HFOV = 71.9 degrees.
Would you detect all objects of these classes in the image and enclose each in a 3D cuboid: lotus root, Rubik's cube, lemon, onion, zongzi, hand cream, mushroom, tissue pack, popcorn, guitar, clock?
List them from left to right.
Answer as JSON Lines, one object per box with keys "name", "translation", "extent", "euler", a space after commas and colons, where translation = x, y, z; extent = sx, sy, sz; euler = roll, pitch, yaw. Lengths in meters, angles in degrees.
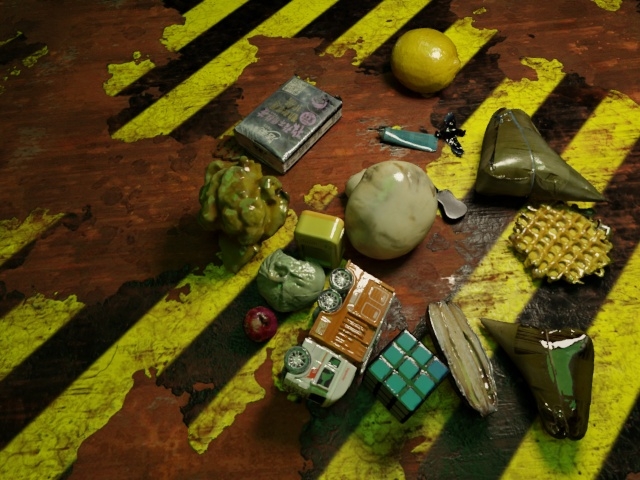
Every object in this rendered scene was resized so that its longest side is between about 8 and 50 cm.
{"name": "popcorn", "translation": [-0.272, -0.099, 1.399], "extent": [0.325, 0.290, 0.321], "euler": [15, 64, 43]}
{"name": "onion", "translation": [-0.177, 0.245, 1.303], "extent": [0.107, 0.097, 0.107], "euler": [9, 60, -16]}
{"name": "tissue pack", "translation": [-0.119, -0.446, 1.665], "extent": [0.259, 0.122, 0.361], "euler": [34, 69, 18]}
{"name": "clock", "translation": [0.000, 0.000, 1.365], "extent": [0.143, 0.202, 0.096], "euler": [16, 65, 12]}
{"name": "mushroom", "translation": [0.196, -0.114, 1.412], "extent": [0.314, 0.315, 0.336], "euler": [-23, 32, -9]}
{"name": "Rubik's cube", "translation": [0.223, 0.362, 1.178], "extent": [0.162, 0.163, 0.160], "euler": [-39, 66, -21]}
{"name": "hand cream", "translation": [0.327, -0.383, 1.654], "extent": [0.224, 0.048, 0.083], "euler": [12, 63, 3]}
{"name": "lemon", "translation": [0.400, -0.693, 1.708], "extent": [0.235, 0.236, 0.263], "euler": [-21, 42, -8]}
{"name": "guitar", "translation": [0.401, -0.175, 1.532], "extent": [0.083, 0.038, 0.271], "euler": [-27, 63, -13]}
{"name": "lotus root", "translation": [0.381, 0.326, 1.220], "extent": [0.167, 0.078, 0.330], "euler": [5, 52, -26]}
{"name": "zongzi", "translation": [0.559, 0.361, 1.191], "extent": [0.299, 0.145, 0.274], "euler": [9, 66, 27]}
{"name": "zongzi", "translation": [0.742, -0.288, 1.492], "extent": [0.392, 0.174, 0.356], "euler": [10, 58, 13]}

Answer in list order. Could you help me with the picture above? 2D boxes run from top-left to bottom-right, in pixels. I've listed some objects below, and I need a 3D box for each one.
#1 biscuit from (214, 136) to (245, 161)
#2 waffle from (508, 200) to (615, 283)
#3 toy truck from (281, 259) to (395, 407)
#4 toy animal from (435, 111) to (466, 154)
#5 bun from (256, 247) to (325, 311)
{"name": "biscuit", "translation": [-0.335, -0.343, 1.678], "extent": [0.129, 0.019, 0.119], "euler": [32, 68, 18]}
{"name": "waffle", "translation": [0.769, 0.005, 1.397], "extent": [0.328, 0.062, 0.330], "euler": [-1, 59, 2]}
{"name": "toy truck", "translation": [0.052, 0.268, 1.234], "extent": [0.206, 0.173, 0.388], "euler": [28, 63, 7]}
{"name": "toy animal", "translation": [0.488, -0.403, 1.648], "extent": [0.107, 0.062, 0.220], "euler": [6, 58, -22]}
{"name": "bun", "translation": [-0.095, 0.111, 1.336], "extent": [0.212, 0.126, 0.204], "euler": [-15, 73, 5]}
